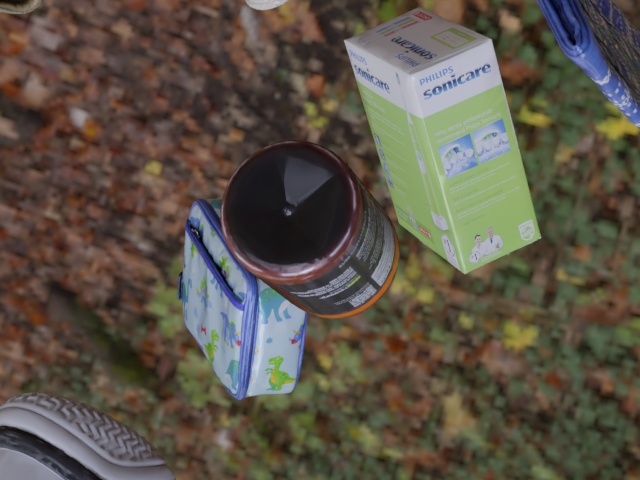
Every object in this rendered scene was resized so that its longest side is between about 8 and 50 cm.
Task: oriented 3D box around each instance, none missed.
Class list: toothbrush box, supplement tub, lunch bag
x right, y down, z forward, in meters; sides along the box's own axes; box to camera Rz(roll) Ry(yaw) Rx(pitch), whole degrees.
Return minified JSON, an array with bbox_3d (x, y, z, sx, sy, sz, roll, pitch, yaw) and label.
[{"bbox_3d":[0.156,-0.131,1.968,0.206,0.122,0.283,41,153,61],"label":"toothbrush box"},{"bbox_3d":[0.000,0.000,1.164,0.106,0.106,0.198,12,169,17],"label":"supplement tub"},{"bbox_3d":[-0.090,0.057,1.732,0.090,0.176,0.219,-5,-148,-23],"label":"lunch bag"}]

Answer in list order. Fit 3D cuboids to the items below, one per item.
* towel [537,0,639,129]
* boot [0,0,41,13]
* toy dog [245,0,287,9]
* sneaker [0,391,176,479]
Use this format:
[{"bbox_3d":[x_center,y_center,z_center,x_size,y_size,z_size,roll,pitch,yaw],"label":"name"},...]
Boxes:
[{"bbox_3d":[0.289,-0.174,1.446,0.040,0.243,0.336,-36,135,21],"label":"towel"},{"bbox_3d":[-0.307,-0.255,1.131,0.213,0.077,0.165,34,-171,-50],"label":"boot"},{"bbox_3d":[-0.022,-0.397,1.491,0.220,0.333,0.161,35,163,48],"label":"toy dog"},{"bbox_3d":[-0.105,0.278,1.017,0.366,0.210,0.137,36,143,-9],"label":"sneaker"}]
